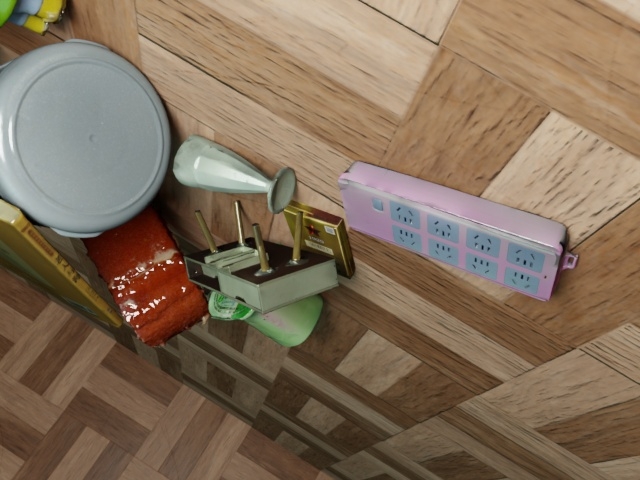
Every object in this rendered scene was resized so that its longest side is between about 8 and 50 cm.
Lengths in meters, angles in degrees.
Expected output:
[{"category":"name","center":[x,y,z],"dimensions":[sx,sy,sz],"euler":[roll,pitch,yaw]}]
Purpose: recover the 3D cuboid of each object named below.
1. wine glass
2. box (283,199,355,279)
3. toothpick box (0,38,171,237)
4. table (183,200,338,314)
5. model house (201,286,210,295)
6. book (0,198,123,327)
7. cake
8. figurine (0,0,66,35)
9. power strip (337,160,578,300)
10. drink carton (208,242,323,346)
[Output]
[{"category":"wine glass","center":[-0.114,-0.087,0.865],"dimensions":[0.155,0.073,0.073],"euler":[20,152,20]},{"category":"box","center":[0.000,0.000,0.940],"dimensions":[0.090,0.023,0.133],"euler":[19,151,25]},{"category":"toothpick box","center":[-0.390,-0.135,0.925],"dimensions":[0.355,0.263,0.263],"euler":[5,143,46]},{"category":"table","center":[-0.098,0.011,0.920],"dimensions":[0.240,0.122,0.111],"euler":[13,116,54]},{"category":"model house","center":[-0.244,0.082,1.343],"dimensions":[0.058,0.057,0.083],"euler":[-6,121,15]},{"category":"book","center":[-0.454,0.005,0.936],"dimensions":[0.269,0.032,0.389],"euler":[25,158,13]},{"category":"cake","center":[-0.308,0.054,1.147],"dimensions":[0.283,0.151,0.177],"euler":[55,164,12]},{"category":"figurine","center":[-0.417,-0.297,0.701],"dimensions":[0.162,0.143,0.263],"euler":[-6,168,42]},{"category":"power strip","center":[0.145,-0.014,0.730],"dimensions":[0.279,0.037,0.109],"euler":[21,153,24]},{"category":"drink carton","center":[-0.085,0.102,1.096],"dimensions":[0.142,0.146,0.144],"euler":[39,155,-32]}]
